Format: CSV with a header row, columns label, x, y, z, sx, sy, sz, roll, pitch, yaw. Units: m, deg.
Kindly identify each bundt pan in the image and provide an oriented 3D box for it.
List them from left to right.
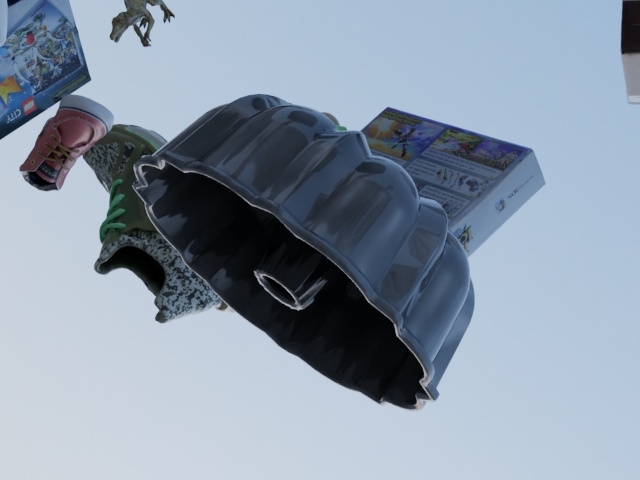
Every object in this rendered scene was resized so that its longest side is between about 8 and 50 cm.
label,x,y,z,sx,sy,sz,roll,pitch,yaw
bundt pan,0.000,0.000,1.137,0.331,0.124,0.331,35,-20,14

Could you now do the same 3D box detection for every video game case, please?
label,x,y,z,sx,sy,sz,roll,pitch,yaw
video game case,0.094,-0.044,1.575,0.269,0.244,0.061,24,-29,49

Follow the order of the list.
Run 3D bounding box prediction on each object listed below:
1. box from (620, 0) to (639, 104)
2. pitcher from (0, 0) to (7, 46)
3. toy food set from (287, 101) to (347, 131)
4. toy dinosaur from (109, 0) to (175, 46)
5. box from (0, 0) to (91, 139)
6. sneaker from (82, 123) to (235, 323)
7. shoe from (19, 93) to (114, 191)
label,x,y,z,sx,sy,sz,roll,pitch,yaw
box,0.427,-0.273,1.450,0.168,0.167,0.203,1,-105,17
pitcher,-0.340,-0.225,1.014,0.125,0.178,0.207,-17,-68,17
toy food set,-0.031,-0.179,1.945,0.192,0.132,0.038,36,-63,35
toy dinosaur,-0.226,-0.302,1.602,0.092,0.053,0.183,50,24,-44
box,-0.416,-0.233,1.720,0.044,0.233,0.159,17,-48,33
sneaker,-0.264,-0.026,1.883,0.410,0.182,0.158,43,-37,35
shoe,-0.288,-0.105,1.464,0.063,0.081,0.178,28,-19,-19
